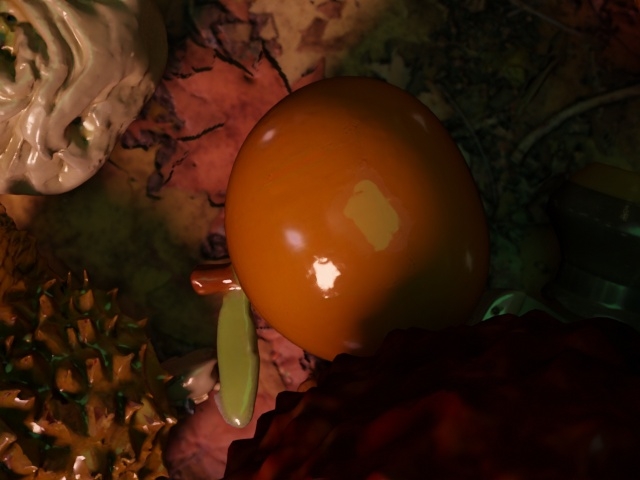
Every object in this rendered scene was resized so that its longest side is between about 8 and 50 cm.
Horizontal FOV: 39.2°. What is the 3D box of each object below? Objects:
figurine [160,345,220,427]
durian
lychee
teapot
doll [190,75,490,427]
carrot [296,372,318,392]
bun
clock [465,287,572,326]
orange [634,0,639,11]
[{"bbox_3d":[-0.110,0.120,0.704,0.083,0.047,0.050,-19,99,-2],"label":"figurine"},{"bbox_3d":[-0.209,0.149,0.646,0.196,0.185,0.305,26,88,-21],"label":"durian"},{"bbox_3d":[0.120,0.239,0.494,0.500,0.424,0.424,-21,89,-22],"label":"lychee"},{"bbox_3d":[0.249,0.009,0.713,0.166,0.130,0.119,9,103,-36],"label":"teapot"},{"bbox_3d":[0.000,0.000,0.649,0.236,0.213,0.213,-24,90,8],"label":"doll"},{"bbox_3d":[-0.005,0.210,0.705,0.061,0.061,0.209,0,83,-5],"label":"carrot"},{"bbox_3d":[-0.225,-0.140,0.654,0.229,0.145,0.229,-1,95,-13],"label":"bun"},{"bbox_3d":[0.185,0.136,0.720,0.191,0.062,0.151,26,85,-4],"label":"clock"},{"bbox_3d":[0.373,-0.272,0.633,0.322,0.322,0.357,25,63,-4],"label":"orange"}]
